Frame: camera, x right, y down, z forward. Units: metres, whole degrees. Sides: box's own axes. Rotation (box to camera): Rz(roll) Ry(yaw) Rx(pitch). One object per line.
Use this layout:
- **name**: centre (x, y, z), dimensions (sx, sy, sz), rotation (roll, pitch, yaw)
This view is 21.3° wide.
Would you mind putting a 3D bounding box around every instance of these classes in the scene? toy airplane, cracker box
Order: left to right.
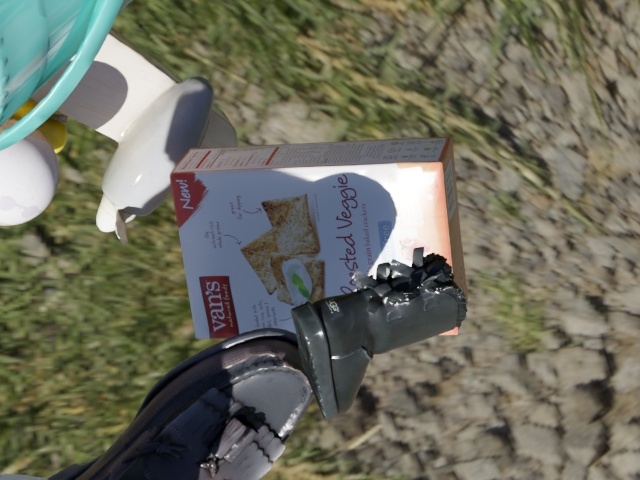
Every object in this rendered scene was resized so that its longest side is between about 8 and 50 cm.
- **toy airplane**: centre (-0.246, -0.142, 1.398), dimensions (0.386, 0.384, 0.272), rotation (-5, 58, -11)
- **cracker box**: centre (0.000, 0.000, 1.430), dimensions (0.232, 0.067, 0.155), rotation (-2, 112, 14)

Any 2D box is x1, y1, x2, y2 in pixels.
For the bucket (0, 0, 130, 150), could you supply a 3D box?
- **bucket**: centre (-0.227, -0.186, 0.943), dimensions (0.281, 0.281, 0.183), rotation (24, 53, 14)

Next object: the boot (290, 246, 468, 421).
- **boot**: centre (0.037, 0.058, 1.025), dimensions (0.099, 0.121, 0.045), rotation (-20, 56, -8)

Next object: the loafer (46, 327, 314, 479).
- **loafer**: centre (-0.118, 0.184, 1.242), dimensions (0.302, 0.095, 0.109), rotation (-37, 119, 17)

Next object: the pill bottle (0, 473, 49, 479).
- **pill bottle**: centre (-0.225, 0.351, 1.156), dimensions (0.210, 0.210, 0.362), rotation (16, 124, 15)
